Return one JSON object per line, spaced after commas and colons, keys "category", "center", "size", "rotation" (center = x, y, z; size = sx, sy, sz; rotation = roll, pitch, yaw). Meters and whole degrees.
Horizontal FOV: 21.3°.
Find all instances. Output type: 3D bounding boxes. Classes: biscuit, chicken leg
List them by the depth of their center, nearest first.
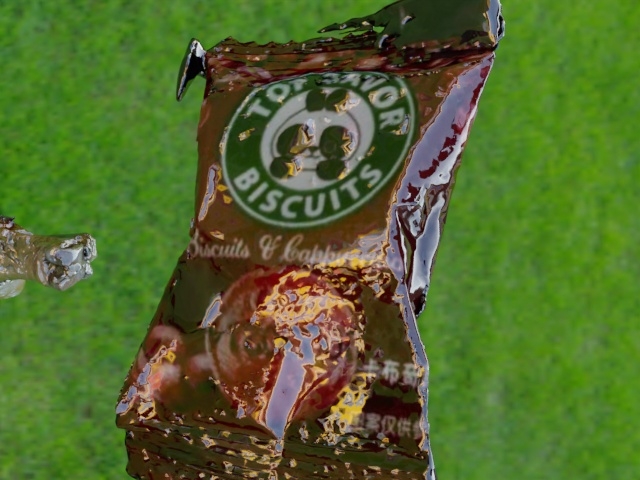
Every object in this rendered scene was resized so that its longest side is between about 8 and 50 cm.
{"category": "biscuit", "center": [-0.006, 0.001, 0.717], "size": [0.063, 0.151, 0.235], "rotation": [44, 53, -60]}
{"category": "chicken leg", "center": [-0.261, 0.014, 1.342], "size": [0.125, 0.196, 0.080], "rotation": [-20, 115, -74]}
